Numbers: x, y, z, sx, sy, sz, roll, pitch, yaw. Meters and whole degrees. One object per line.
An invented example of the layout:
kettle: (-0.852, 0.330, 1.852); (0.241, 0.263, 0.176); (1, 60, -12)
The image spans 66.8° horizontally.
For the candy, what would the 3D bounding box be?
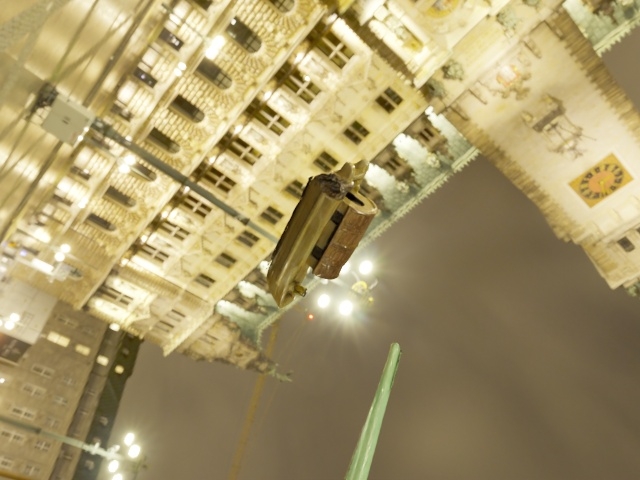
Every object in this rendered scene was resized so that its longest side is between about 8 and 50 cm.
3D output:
candy: (0.039, 0.203, 0.454); (0.335, 0.092, 0.092); (-56, 155, -58)

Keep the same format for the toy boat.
toy boat: (0.000, 0.000, 0.607); (0.068, 0.088, 0.226); (-28, 151, -57)
